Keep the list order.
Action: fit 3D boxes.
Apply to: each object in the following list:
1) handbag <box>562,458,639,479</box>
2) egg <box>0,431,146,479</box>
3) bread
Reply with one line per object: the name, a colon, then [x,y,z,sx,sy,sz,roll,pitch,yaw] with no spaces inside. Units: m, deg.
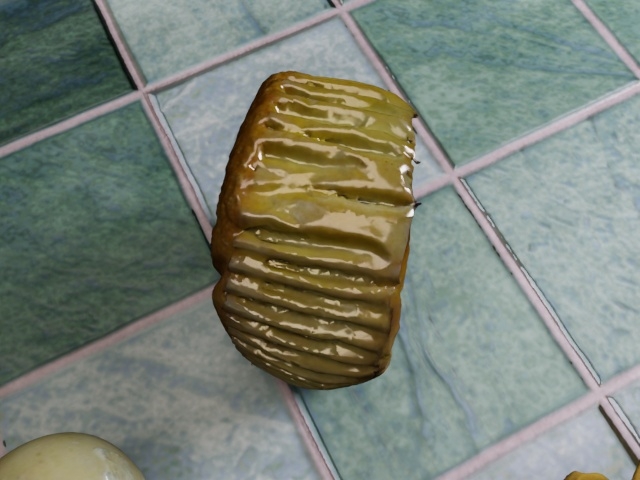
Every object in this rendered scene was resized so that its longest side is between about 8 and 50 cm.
handbag: [0.215,0.281,0.318,0.133,0.401,0.283,-38,74,28]
egg: [-0.191,0.235,0.451,0.164,0.164,0.202,14,100,7]
bread: [0.000,0.000,0.501,0.142,0.253,0.227,10,76,7]
